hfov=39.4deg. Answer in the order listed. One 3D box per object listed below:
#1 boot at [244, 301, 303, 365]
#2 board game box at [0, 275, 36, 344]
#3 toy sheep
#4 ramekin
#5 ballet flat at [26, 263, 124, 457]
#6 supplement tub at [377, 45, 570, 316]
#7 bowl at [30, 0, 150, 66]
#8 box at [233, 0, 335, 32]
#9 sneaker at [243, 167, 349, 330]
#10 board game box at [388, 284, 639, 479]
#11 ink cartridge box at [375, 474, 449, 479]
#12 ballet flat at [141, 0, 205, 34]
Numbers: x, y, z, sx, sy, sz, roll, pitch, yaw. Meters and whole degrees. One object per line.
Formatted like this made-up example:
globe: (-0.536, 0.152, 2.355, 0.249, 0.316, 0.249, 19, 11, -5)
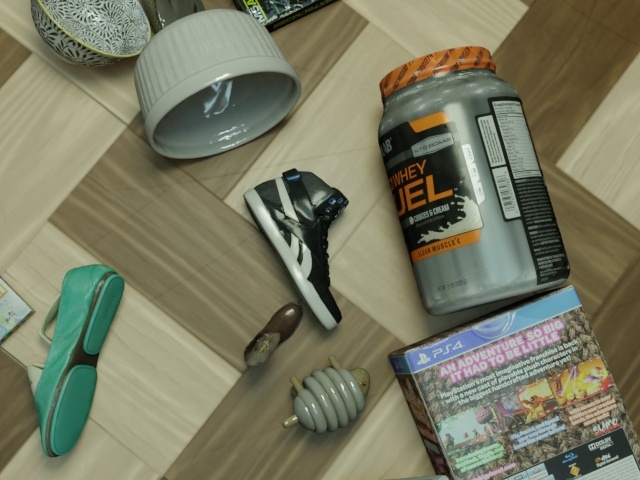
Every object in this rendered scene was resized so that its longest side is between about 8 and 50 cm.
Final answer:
boot: (-0.058, 0.118, 1.142, 0.037, 0.114, 0.106, 41, 81, 2)
board game box: (-0.464, 0.074, 1.161, 0.154, 0.026, 0.103, 44, 80, 3)
toy sheep: (0.007, 0.204, 1.151, 0.132, 0.091, 0.091, -29, 85, -13)
ramekin: (-0.138, -0.203, 1.144, 0.207, 0.207, 0.109, -22, 75, -7)
ballet flat: (-0.325, 0.148, 1.144, 0.087, 0.083, 0.247, 11, 80, 22)
supplement tub: (0.188, -0.074, 1.151, 0.193, 0.193, 0.316, -14, 82, -6)
bowl: (-0.318, -0.286, 1.185, 0.170, 0.080, 0.170, 27, 41, -27)
box: (-0.056, -0.406, 1.257, 0.184, 0.045, 0.191, -28, 86, -6)
sneaker: (0.000, 0.000, 1.182, 0.121, 0.079, 0.217, -30, 84, -7)
board game box: (0.252, 0.236, 1.136, 0.232, 0.141, 0.291, -20, 84, -7)
ink cartridge box: (0.120, 0.402, 1.092, 0.066, 0.189, 0.232, -40, 105, -45)
ballet flat: (-0.227, -0.355, 1.234, 0.084, 0.058, 0.250, -25, 89, -43)
